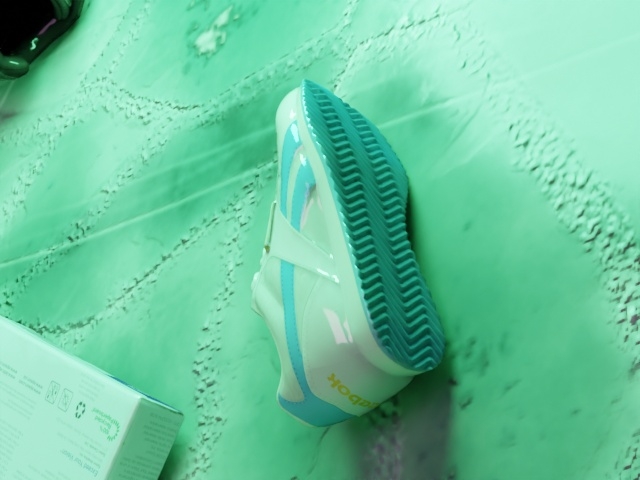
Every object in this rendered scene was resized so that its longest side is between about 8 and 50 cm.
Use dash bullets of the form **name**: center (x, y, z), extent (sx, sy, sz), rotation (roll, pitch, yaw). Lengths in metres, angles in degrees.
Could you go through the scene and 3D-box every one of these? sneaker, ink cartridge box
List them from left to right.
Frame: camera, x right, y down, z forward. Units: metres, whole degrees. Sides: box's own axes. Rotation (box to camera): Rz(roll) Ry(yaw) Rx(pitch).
- **ink cartridge box**: center (-0.201, 0.179, 1.209), extent (0.223, 0.045, 0.224), rotation (21, 84, 53)
- **sneaker**: center (-0.223, -0.241, 1.469), extent (0.135, 0.098, 0.276), rotation (23, 87, 53)
- **sneaker**: center (0.000, 0.000, 1.065), extent (0.092, 0.087, 0.228), rotation (-39, 40, 29)
